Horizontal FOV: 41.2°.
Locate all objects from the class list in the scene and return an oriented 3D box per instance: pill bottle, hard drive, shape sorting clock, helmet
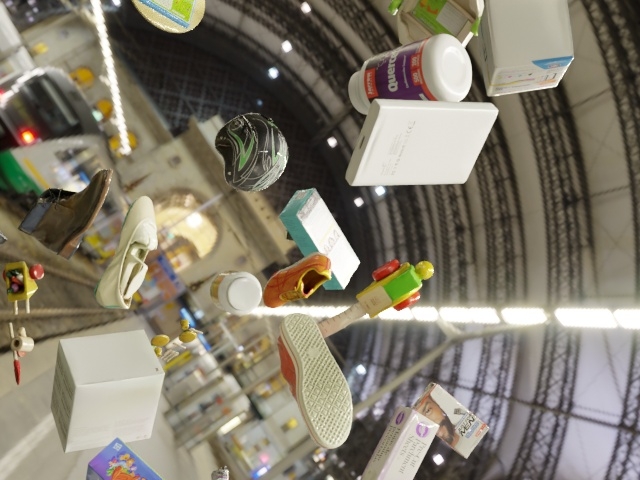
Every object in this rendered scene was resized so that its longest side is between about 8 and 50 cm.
[{"bbox_3d":[0.231,-0.429,2.280,0.323,0.181,0.181,-8,-61,46],"label":"pill bottle"},{"bbox_3d":[0.221,-0.210,1.852,0.040,0.308,0.203,58,-40,40],"label":"hard drive"},{"bbox_3d":[-0.222,0.139,2.270,0.117,0.118,0.208,58,-15,-8],"label":"pill bottle"},{"bbox_3d":[-0.353,-0.570,1.938,0.040,0.206,0.206,-14,-68,49],"label":"shape sorting clock"},{"bbox_3d":[-0.158,-0.201,2.012,0.169,0.169,0.161,79,-13,-62],"label":"helmet"}]

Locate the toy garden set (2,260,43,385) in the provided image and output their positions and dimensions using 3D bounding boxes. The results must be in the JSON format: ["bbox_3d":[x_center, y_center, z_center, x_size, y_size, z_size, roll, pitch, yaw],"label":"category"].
[{"bbox_3d":[-0.588,0.149,1.494,0.049,0.204,0.244,27,58,-69],"label":"toy garden set"}]

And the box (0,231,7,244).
[{"bbox_3d":[-0.828,-0.013,1.918,0.158,0.156,0.093,42,-9,20],"label":"box"}]

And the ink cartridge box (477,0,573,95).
[{"bbox_3d":[0.457,-0.443,1.919,0.233,0.171,0.168,37,46,-82],"label":"ink cartridge box"}]

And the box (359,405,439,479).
[{"bbox_3d":[0.098,0.446,1.479,0.067,0.324,0.063,34,-14,-14],"label":"box"}]

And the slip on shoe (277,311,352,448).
[{"bbox_3d":[-0.019,0.311,1.852,0.101,0.123,0.331,113,-35,-41],"label":"slip on shoe"}]

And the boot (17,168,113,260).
[{"bbox_3d":[-0.448,-0.060,1.494,0.106,0.219,0.082,28,33,-18],"label":"boot"}]

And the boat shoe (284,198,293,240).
[{"bbox_3d":[-0.082,-0.063,2.635,0.049,0.042,0.133,-38,136,-69],"label":"boat shoe"}]

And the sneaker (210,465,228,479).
[{"bbox_3d":[-0.190,0.452,1.557,0.038,0.098,0.069,25,31,-15],"label":"sneaker"}]

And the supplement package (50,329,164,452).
[{"bbox_3d":[-0.467,0.325,1.850,0.149,0.194,0.203,53,-45,43],"label":"supplement package"}]

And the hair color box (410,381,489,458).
[{"bbox_3d":[0.301,0.421,1.997,0.167,0.093,0.053,40,-8,-5],"label":"hair color box"}]

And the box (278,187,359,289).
[{"bbox_3d":[0.000,0.000,2.054,0.060,0.100,0.244,-5,-51,39],"label":"box"}]

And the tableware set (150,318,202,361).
[{"bbox_3d":[-0.396,0.261,2.248,0.104,0.154,0.024,30,30,-42],"label":"tableware set"}]

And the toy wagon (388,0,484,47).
[{"bbox_3d":[0.316,-0.615,2.441,0.267,0.068,0.344,45,-49,13],"label":"toy wagon"}]

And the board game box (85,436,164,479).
[{"bbox_3d":[-0.364,0.562,1.691,0.233,0.078,0.347,39,-39,12],"label":"board game box"}]

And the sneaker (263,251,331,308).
[{"bbox_3d":[-0.050,0.084,1.600,0.064,0.175,0.067,33,39,-26],"label":"sneaker"}]

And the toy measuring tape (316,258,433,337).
[{"bbox_3d":[0.126,0.134,1.984,0.121,0.330,0.121,44,27,-29],"label":"toy measuring tape"}]

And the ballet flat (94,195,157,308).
[{"bbox_3d":[-0.382,0.028,1.762,0.086,0.248,0.086,19,-12,4],"label":"ballet flat"}]
